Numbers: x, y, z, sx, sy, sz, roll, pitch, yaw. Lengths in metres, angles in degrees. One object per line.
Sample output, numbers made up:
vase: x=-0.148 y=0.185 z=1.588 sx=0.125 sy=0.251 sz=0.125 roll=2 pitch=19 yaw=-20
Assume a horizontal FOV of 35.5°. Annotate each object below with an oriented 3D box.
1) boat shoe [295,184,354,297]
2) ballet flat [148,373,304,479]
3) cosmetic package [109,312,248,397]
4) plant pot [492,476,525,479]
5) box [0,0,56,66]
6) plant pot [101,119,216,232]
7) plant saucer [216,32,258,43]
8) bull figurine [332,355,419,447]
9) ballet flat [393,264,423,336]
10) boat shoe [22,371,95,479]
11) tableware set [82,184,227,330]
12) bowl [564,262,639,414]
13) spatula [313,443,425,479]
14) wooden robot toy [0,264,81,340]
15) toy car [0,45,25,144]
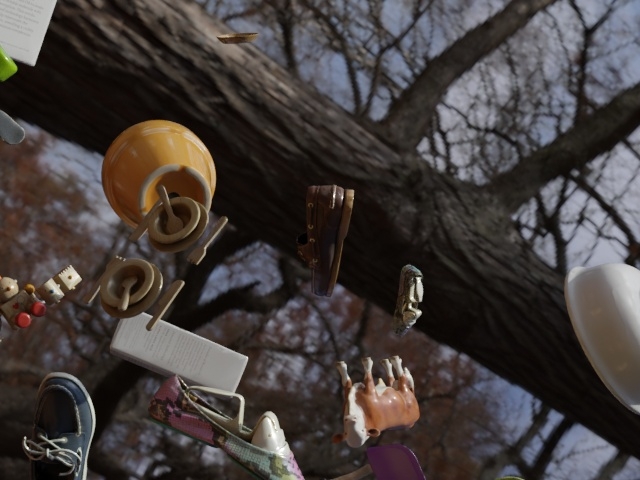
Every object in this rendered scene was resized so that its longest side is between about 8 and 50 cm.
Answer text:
boat shoe: x=0.000 y=0.000 z=1.474 sx=0.073 sy=0.073 sz=0.207 roll=-89 pitch=-174 yaw=-50
ballet flat: x=-0.103 y=0.231 z=1.217 sx=0.079 sy=0.221 sz=0.077 roll=-62 pitch=173 yaw=0
cosmetic package: x=-0.252 y=0.201 z=1.761 sx=0.117 sy=0.231 sz=0.086 roll=141 pitch=-29 yaw=-74
plant pot: x=0.277 y=0.437 z=1.234 sx=0.276 sy=0.254 sz=0.276 roll=-44 pitch=-165 yaw=15
box: x=-0.531 y=-0.486 z=1.595 sx=0.168 sy=0.215 sz=0.345 roll=27 pitch=-81 yaw=42
plant pot: x=-0.275 y=-0.096 z=1.768 sx=0.205 sy=0.205 sz=0.188 roll=-55 pitch=-156 yaw=4
plant saucer: x=-0.161 y=-0.392 z=1.942 sx=0.083 sy=0.083 sz=0.015 roll=-147 pitch=-130 yaw=-65
bull figurine: x=0.118 y=0.358 z=2.233 sx=0.101 sy=0.310 sz=0.189 roll=-15 pitch=-103 yaw=32
ballet flat: x=0.134 y=0.095 z=1.499 sx=0.041 sy=0.041 sz=0.114 roll=-142 pitch=-125 yaw=-65
boat shoe: x=-0.403 y=0.319 z=1.519 sx=0.079 sy=0.095 sz=0.255 roll=-75 pitch=179 yaw=-63
tableware set: x=-0.222 y=0.014 z=1.305 sx=0.128 sy=0.039 sz=0.194 roll=17 pitch=-118 yaw=31
bowl: x=0.578 y=0.154 z=1.802 sx=0.134 sy=0.298 sz=0.298 roll=-33 pitch=-147 yaw=31
spatula: x=0.035 y=0.411 z=1.719 sx=0.296 sy=0.084 sz=0.030 roll=-19 pitch=-168 yaw=20
wooden robot toy: x=-0.419 y=0.077 z=1.388 sx=0.173 sy=0.079 sz=0.076 roll=-40 pitch=-167 yaw=-28
toy car: x=-0.432 y=-0.158 z=1.205 sx=0.155 sy=0.149 sz=0.188 roll=-37 pitch=-115 yaw=-3
